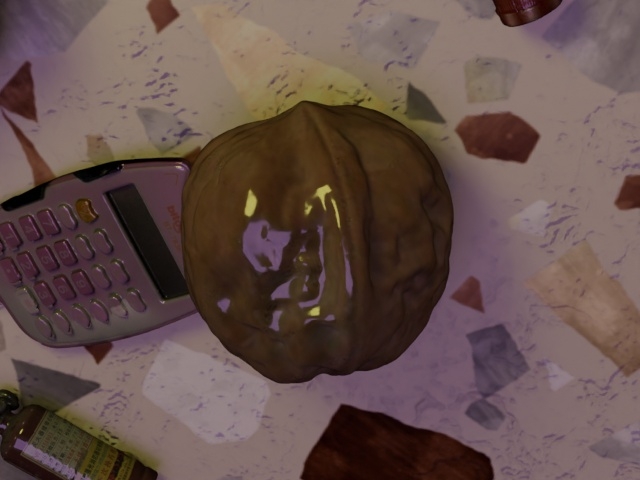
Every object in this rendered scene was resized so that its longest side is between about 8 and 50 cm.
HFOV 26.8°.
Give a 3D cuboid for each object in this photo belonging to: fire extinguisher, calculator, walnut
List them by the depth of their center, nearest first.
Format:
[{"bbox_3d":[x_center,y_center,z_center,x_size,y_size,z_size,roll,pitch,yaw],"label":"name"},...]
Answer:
[{"bbox_3d":[-0.003,0.000,1.264,0.273,0.227,0.273,4,113,9],"label":"walnut"},{"bbox_3d":[-0.232,0.015,1.417,0.294,0.043,0.194,-17,115,21],"label":"calculator"},{"bbox_3d":[-0.318,0.247,1.531,0.252,0.075,0.106,30,119,-8],"label":"fire extinguisher"}]

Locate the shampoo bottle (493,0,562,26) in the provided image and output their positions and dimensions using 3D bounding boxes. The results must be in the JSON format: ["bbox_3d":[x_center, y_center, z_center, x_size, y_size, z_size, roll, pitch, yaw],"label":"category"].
[{"bbox_3d":[0.136,-0.313,1.166,0.102,0.064,0.260,-21,113,15],"label":"shampoo bottle"}]
